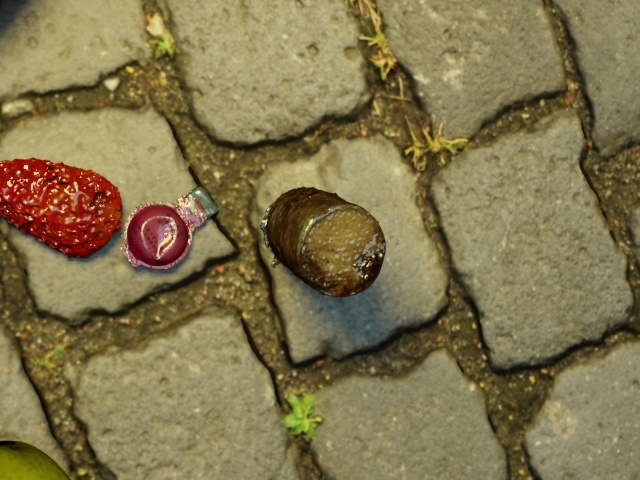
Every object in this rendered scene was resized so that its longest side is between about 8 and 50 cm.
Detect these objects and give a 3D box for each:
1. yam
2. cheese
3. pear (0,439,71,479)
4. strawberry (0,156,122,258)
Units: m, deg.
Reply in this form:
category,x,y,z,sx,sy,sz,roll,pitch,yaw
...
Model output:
category,x,y,z,sx,sy,sz,roll,pitch,yaw
yam,0.002,-0.001,1.231,0.131,0.280,0.131,-2,98,-12
cheese,-0.205,-0.019,1.296,0.145,0.038,0.095,-38,98,-18
pear,-0.395,0.345,1.173,0.238,0.164,0.255,-12,89,-12
strawberry,-0.351,-0.045,1.242,0.188,0.082,0.121,16,87,-15
